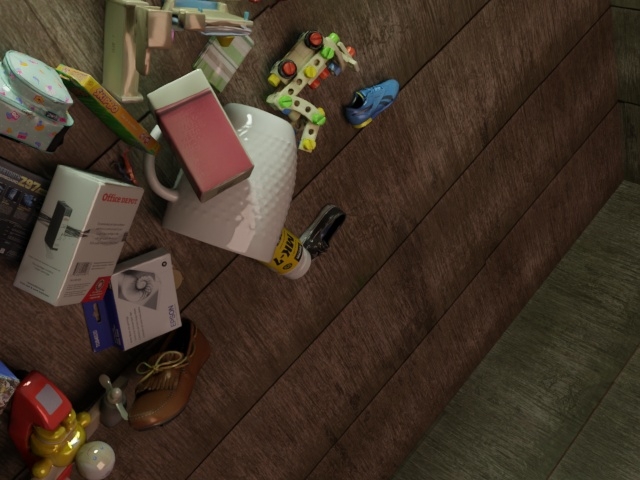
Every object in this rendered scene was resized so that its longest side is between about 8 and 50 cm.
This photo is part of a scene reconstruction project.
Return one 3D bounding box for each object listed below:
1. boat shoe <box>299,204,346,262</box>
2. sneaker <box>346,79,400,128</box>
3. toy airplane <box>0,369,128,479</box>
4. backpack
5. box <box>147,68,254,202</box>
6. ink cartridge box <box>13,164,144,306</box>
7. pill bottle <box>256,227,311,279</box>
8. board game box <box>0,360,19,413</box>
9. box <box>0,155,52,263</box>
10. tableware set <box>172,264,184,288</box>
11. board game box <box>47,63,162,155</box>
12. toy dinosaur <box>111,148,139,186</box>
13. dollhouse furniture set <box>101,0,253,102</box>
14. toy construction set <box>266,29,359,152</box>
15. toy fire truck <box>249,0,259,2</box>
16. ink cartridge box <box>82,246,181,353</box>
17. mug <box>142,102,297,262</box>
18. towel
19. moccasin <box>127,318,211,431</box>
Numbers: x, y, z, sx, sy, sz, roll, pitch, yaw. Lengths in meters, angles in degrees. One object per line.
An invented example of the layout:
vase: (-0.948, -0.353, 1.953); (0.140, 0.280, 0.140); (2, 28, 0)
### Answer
boat shoe: (0.000, 0.000, 2.256); (0.228, 0.076, 0.080); (-54, 139, -12)
sneaker: (0.152, -0.413, 2.208); (0.209, 0.069, 0.082); (-44, 133, -21)
toy airplane: (-0.584, 0.492, 1.736); (0.384, 0.272, 0.386); (31, 72, -69)
backpack: (-0.569, -0.266, 1.428); (0.188, 0.166, 0.144); (12, 124, -44)
box: (-0.251, -0.214, 1.604); (0.126, 0.148, 0.232); (-29, 90, -11)
ink cartridge box: (-0.506, -0.012, 1.623); (0.273, 0.114, 0.197); (-67, 168, 5)
pill bottle: (-0.120, 0.023, 2.109); (0.119, 0.119, 0.208); (-58, 140, -6)
board game box: (-0.765, 0.333, 1.493); (0.141, 0.232, 0.291); (35, 83, -49)
box: (-0.657, -0.075, 1.526); (0.232, 0.059, 0.183); (29, 88, -50)
tableware set: (-0.426, 0.123, 1.908); (0.141, 0.020, 0.169); (35, 87, -44)
board game box: (-0.448, -0.275, 1.593); (0.039, 0.124, 0.259); (-57, 140, -10)
toy dinosaur: (-0.433, -0.145, 1.721); (0.082, 0.090, 0.047); (49, 52, -2)
dollhouse furniture set: (-0.271, -0.389, 1.598); (0.303, 0.286, 0.198); (-7, 115, -32)
toy construction set: (-0.015, -0.408, 1.966); (0.215, 0.151, 0.328); (44, 67, -24)
toy fire truck: (-0.159, -0.634, 1.719); (0.246, 0.158, 0.217); (-43, 137, -38)
ink cartridge box: (-0.455, 0.152, 1.851); (0.224, 0.045, 0.223); (-23, 125, -30)
mug: (-0.235, -0.158, 1.796); (0.374, 0.276, 0.328); (20, 88, -29)
towel: (-0.227, -0.441, 1.821); (0.152, 0.023, 0.113); (-58, 139, -6)
moccasin: (-0.374, 0.322, 1.881); (0.380, 0.139, 0.147); (-60, 134, -58)
